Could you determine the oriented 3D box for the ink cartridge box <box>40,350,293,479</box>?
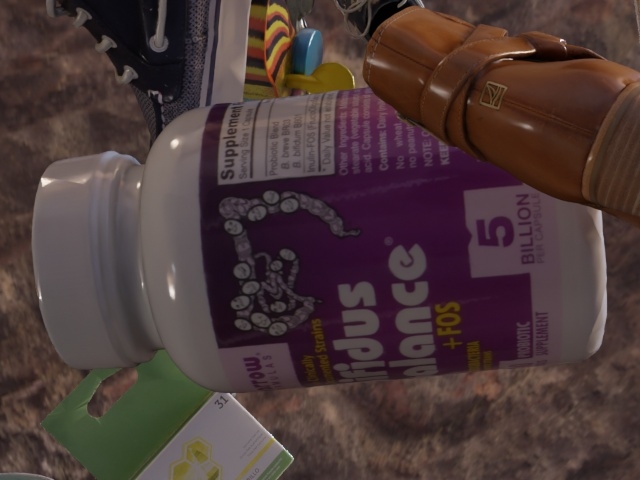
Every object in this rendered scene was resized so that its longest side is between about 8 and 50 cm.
[{"bbox_3d":[-0.171,0.228,1.330,0.235,0.056,0.171,46,-111,-6],"label":"ink cartridge box"}]

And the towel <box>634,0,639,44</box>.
[{"bbox_3d":[0.430,-0.116,1.158,0.331,0.053,0.317,0,-91,-37],"label":"towel"}]

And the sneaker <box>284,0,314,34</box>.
[{"bbox_3d":[-0.086,-0.322,1.734,0.122,0.283,0.110,-16,-119,-13],"label":"sneaker"}]

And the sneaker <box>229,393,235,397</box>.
[{"bbox_3d":[-0.209,0.111,1.510,0.281,0.115,0.105,34,-141,24],"label":"sneaker"}]

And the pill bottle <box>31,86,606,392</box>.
[{"bbox_3d":[0.000,0.000,0.673,0.301,0.169,0.169,-6,-118,7],"label":"pill bottle"}]

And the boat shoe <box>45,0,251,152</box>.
[{"bbox_3d":[-0.133,-0.167,0.837,0.158,0.341,0.127,1,-143,-15],"label":"boat shoe"}]

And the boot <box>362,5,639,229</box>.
[{"bbox_3d":[0.109,-0.053,0.515,0.152,0.197,0.073,24,-86,17],"label":"boot"}]

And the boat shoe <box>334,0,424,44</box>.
[{"bbox_3d":[0.080,-0.271,1.430,0.095,0.079,0.254,-34,-102,13],"label":"boat shoe"}]

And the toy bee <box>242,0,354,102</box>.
[{"bbox_3d":[-0.046,-0.168,1.350,0.195,0.298,0.162,3,-105,35],"label":"toy bee"}]

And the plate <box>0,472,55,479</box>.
[{"bbox_3d":[-0.216,0.184,0.626,0.188,0.188,0.024,-22,-71,-17],"label":"plate"}]
